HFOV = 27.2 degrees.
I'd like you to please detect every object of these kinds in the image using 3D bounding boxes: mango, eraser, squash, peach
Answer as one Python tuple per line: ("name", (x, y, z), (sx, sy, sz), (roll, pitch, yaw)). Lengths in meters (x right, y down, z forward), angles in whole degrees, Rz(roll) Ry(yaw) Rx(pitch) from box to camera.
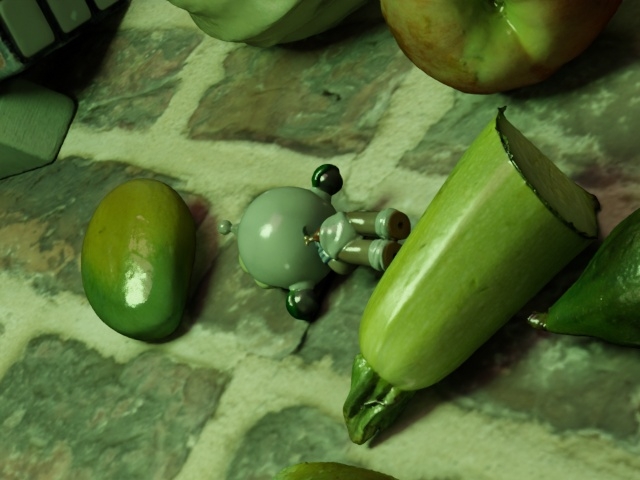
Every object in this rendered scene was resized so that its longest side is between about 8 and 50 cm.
("mango", (-0.182, 0.020, 1.340), (0.130, 0.092, 0.195), (-32, 47, 8))
("eraser", (-0.486, -0.126, 1.747), (0.352, 0.077, 0.111), (-13, 45, 31))
("squash", (0.104, 0.036, 1.044), (0.287, 0.137, 0.137), (-49, 38, -6))
("peach", (0.162, -0.266, 1.220), (0.232, 0.232, 0.257), (-21, 31, 24))

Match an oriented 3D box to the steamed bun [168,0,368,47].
("steamed bun", (-0.036, -0.352, 1.448), (0.342, 0.255, 0.368), (-37, 5, 34))

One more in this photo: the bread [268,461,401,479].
("bread", (0.009, 0.209, 0.971), (0.156, 0.110, 0.103), (-17, 38, 27))

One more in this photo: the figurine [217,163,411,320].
("figurine", (0.000, 0.000, 1.202), (0.197, 0.093, 0.147), (5, 78, 34))

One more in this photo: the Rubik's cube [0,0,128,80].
("Rubik's cube", (-0.489, -0.355, 1.728), (0.305, 0.304, 0.301), (-15, 20, 27))

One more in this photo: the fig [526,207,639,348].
("fig", (0.233, 0.038, 0.960), (0.177, 0.117, 0.117), (-36, 33, 39))
